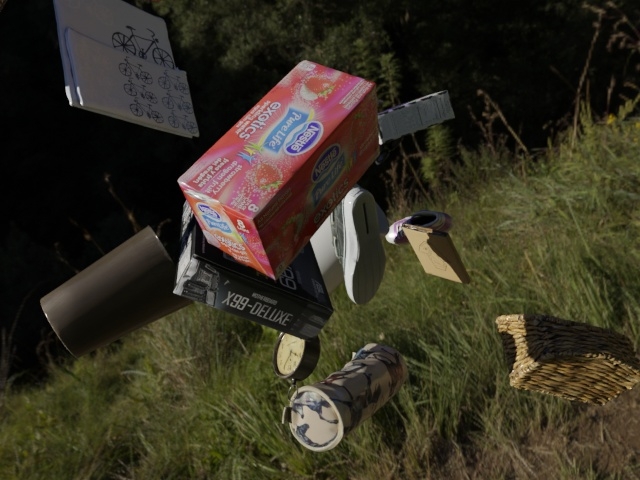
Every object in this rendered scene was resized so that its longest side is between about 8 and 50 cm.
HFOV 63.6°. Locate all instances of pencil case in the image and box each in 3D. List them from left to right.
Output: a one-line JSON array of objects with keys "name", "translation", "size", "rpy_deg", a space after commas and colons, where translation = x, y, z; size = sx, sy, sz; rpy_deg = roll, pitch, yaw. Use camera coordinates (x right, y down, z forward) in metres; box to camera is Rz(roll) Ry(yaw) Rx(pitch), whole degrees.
[{"name": "pencil case", "translation": [0.077, 0.412, 1.406], "size": [0.183, 0.160, 0.410], "rpy_deg": [-6, 5, 34]}]

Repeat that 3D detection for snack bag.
[{"name": "snack bag", "translation": [-0.426, -0.410, 1.148], "size": [0.037, 0.323, 0.342], "rpy_deg": [-23, 76, 30]}]

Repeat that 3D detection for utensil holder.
[{"name": "utensil holder", "translation": [0.000, 0.000, 1.758], "size": [0.385, 0.327, 0.327], "rpy_deg": [-47, 32, 25]}]

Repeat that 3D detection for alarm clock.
[{"name": "alarm clock", "translation": [-0.056, 0.282, 1.209], "size": [0.129, 0.064, 0.192], "rpy_deg": [-30, 43, 42]}]

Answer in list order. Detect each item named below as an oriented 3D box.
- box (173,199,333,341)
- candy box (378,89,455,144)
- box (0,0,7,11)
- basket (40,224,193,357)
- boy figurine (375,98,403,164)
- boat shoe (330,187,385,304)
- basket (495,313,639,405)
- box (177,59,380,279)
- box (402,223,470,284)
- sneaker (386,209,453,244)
[{"name": "box", "translation": [-0.122, 0.023, 0.907], "size": [0.076, 0.242, 0.307], "rpy_deg": [-57, 23, 20]}, {"name": "candy box", "translation": [0.192, -0.289, 1.240], "size": [0.196, 0.070, 0.165], "rpy_deg": [-22, 12, -13]}, {"name": "box", "translation": [-0.776, -0.489, 1.029], "size": [0.143, 0.191, 0.381], "rpy_deg": [19, 76, 4]}, {"name": "basket", "translation": [-0.382, 0.106, 0.973], "size": [0.227, 0.204, 0.154], "rpy_deg": [-32, 56, -19]}, {"name": "boy figurine", "translation": [0.075, -0.319, 1.343], "size": [0.177, 0.285, 0.092], "rpy_deg": [-50, 9, 11]}, {"name": "boat shoe", "translation": [0.092, 0.008, 1.374], "size": [0.121, 0.335, 0.119], "rpy_deg": [-20, 29, -31]}, {"name": "basket", "translation": [0.649, 0.266, 1.349], "size": [0.299, 0.213, 0.223], "rpy_deg": [15, 45, -9]}, {"name": "box", "translation": [-0.039, -0.096, 0.664], "size": [0.122, 0.128, 0.257], "rpy_deg": [26, 61, 25]}, {"name": "box", "translation": [0.342, 0.040, 1.523], "size": [0.021, 0.201, 0.164], "rpy_deg": [-48, 35, -20]}, {"name": "sneaker", "translation": [0.342, -0.059, 1.959], "size": [0.282, 0.161, 0.102], "rpy_deg": [-19, 72, 37]}]
